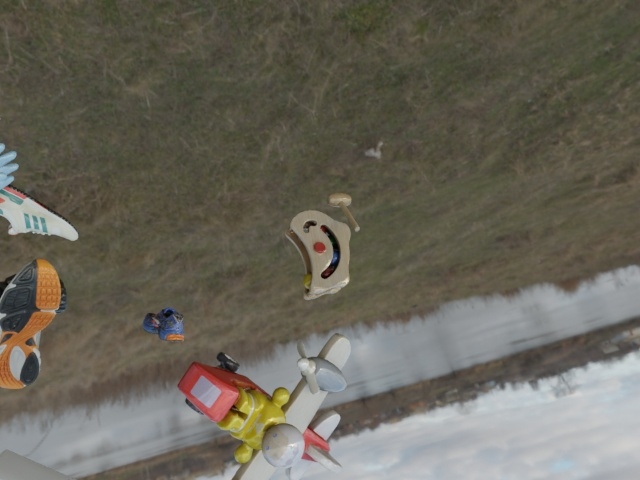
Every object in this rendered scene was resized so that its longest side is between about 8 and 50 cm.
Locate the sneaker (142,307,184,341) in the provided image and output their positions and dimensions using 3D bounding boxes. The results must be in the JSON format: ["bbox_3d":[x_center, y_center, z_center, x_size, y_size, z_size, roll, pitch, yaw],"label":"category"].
[{"bbox_3d":[-0.456,0.239,1.638,0.083,0.087,0.221,16,174,-40],"label":"sneaker"}]

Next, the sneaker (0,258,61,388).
[{"bbox_3d":[-0.570,0.143,1.055,0.099,0.121,0.262,13,107,-36],"label":"sneaker"}]

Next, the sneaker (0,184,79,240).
[{"bbox_3d":[-0.530,-0.034,1.020,0.161,0.075,0.057,40,170,-32],"label":"sneaker"}]

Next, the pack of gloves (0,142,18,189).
[{"bbox_3d":[-0.541,-0.096,0.797,0.232,0.046,0.195,-51,161,-34],"label":"pack of gloves"}]

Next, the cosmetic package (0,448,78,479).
[{"bbox_3d":[-0.650,0.713,1.339,0.377,0.284,0.097,22,-163,3],"label":"cosmetic package"}]

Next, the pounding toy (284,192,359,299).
[{"bbox_3d":[0.000,0.000,1.353,0.154,0.269,0.155,6,161,-13],"label":"pounding toy"}]

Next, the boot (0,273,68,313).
[{"bbox_3d":[-0.776,0.183,1.415,0.260,0.348,0.131,6,112,-42],"label":"boot"}]

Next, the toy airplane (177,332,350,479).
[{"bbox_3d":[-0.092,0.420,1.202,0.385,0.385,0.272,-9,-172,-20],"label":"toy airplane"}]
